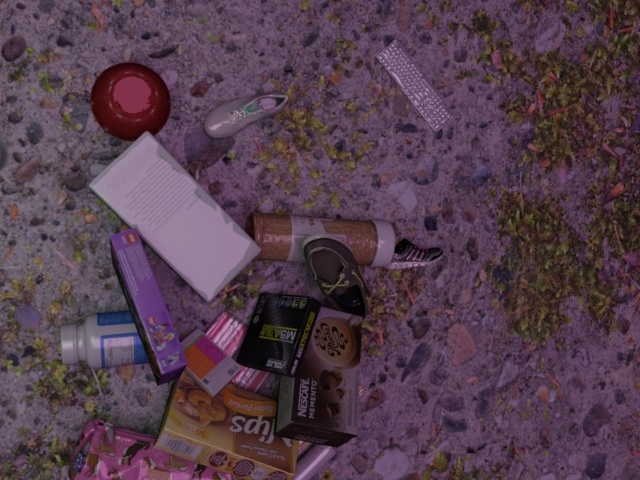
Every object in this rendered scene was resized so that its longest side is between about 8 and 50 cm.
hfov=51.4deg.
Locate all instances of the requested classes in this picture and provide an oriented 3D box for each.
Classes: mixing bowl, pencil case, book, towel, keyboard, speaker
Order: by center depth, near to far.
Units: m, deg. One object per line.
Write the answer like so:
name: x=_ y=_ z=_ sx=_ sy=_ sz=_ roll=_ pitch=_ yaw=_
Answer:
mixing bowl: x=-0.422 y=-0.317 z=1.489 sx=0.181 sy=0.098 sz=0.182 roll=-1 pitch=93 yaw=-17
pencil case: x=-0.369 y=0.525 z=1.519 sx=0.385 sy=0.167 sz=0.160 roll=19 pitch=53 yaw=-18
book: x=-0.266 y=0.282 z=1.543 sx=0.144 sy=0.035 sz=0.096 roll=41 pitch=55 yaw=11
towel: x=-0.206 y=0.282 z=1.625 sx=0.197 sy=0.029 sz=0.144 roll=41 pitch=78 yaw=-16
speaker: x=-0.025 y=0.564 z=1.681 sx=0.136 sy=0.055 sz=0.055 roll=-42 pitch=104 yaw=-12
keyboard: x=0.250 y=-0.403 z=1.743 sx=0.072 sy=0.014 sz=0.256 roll=-44 pitch=104 yaw=-11

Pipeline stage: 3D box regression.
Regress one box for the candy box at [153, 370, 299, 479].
candy box: x=-0.204 y=0.433 z=1.536 sx=0.316 sy=0.183 sz=0.088 roll=25 pitch=126 yaw=-13

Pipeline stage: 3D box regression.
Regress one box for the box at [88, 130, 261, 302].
box: x=-0.324 y=-0.050 z=1.471 sx=0.168 sy=0.215 sz=0.345 roll=-45 pitch=105 yaw=-11

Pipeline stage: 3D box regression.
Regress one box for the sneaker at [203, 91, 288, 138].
sneaker: x=-0.174 y=-0.306 z=1.570 sx=0.212 sy=0.094 sz=0.080 roll=-26 pitch=102 yaw=-14

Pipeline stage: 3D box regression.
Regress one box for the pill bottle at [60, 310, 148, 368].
pill bottle: x=-0.460 y=0.221 z=1.489 sx=0.221 sy=0.124 sz=0.125 roll=-3 pitch=93 yaw=-17

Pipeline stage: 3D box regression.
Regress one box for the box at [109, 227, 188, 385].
box: x=-0.357 y=0.143 z=1.368 sx=0.057 sy=0.201 sz=0.294 roll=-19 pitch=78 yaw=-22

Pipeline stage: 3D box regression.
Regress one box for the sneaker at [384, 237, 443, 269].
sneaker: x=0.241 y=0.029 z=1.734 sx=0.170 sy=0.063 sz=0.075 roll=-9 pitch=101 yaw=-12

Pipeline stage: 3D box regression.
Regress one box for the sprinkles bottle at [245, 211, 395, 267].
sprinkles bottle: x=0.000 y=0.000 z=1.626 sx=0.355 sy=0.121 sz=0.121 roll=3 pitch=92 yaw=-18

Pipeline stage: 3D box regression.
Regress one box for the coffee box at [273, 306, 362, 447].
coffee box: x=-0.003 y=0.317 z=1.574 sx=0.168 sy=0.119 sz=0.297 roll=17 pitch=56 yaw=-17

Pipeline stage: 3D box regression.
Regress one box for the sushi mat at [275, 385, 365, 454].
sushi mat: x=-0.041 y=0.436 z=1.689 sx=0.316 sy=0.019 sz=0.151 roll=-40 pitch=104 yaw=-12

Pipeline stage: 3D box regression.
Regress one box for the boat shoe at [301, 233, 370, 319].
boat shoe: x=0.045 y=0.091 z=1.578 sx=0.109 sy=0.091 sz=0.305 roll=-21 pitch=142 yaw=13

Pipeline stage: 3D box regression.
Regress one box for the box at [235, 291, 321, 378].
box: x=-0.099 y=0.217 z=1.553 sx=0.045 sy=0.190 sz=0.184 roll=36 pitch=67 yaw=-37
